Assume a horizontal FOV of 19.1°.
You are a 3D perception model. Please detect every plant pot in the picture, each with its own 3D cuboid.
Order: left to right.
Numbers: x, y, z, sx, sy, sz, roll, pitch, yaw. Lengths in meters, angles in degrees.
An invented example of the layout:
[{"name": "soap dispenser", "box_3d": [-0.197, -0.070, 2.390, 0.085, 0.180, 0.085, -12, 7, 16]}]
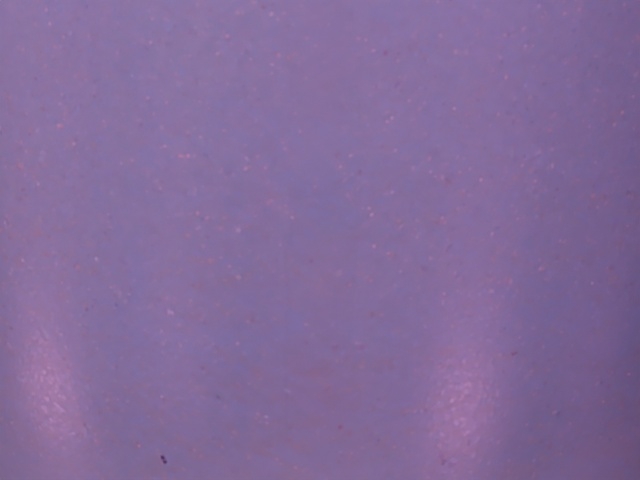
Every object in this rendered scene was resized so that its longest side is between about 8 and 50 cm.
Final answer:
[{"name": "plant pot", "box_3d": [0.000, 0.000, 0.552, 0.293, 0.293, 0.235, 3, 101, 17]}]
